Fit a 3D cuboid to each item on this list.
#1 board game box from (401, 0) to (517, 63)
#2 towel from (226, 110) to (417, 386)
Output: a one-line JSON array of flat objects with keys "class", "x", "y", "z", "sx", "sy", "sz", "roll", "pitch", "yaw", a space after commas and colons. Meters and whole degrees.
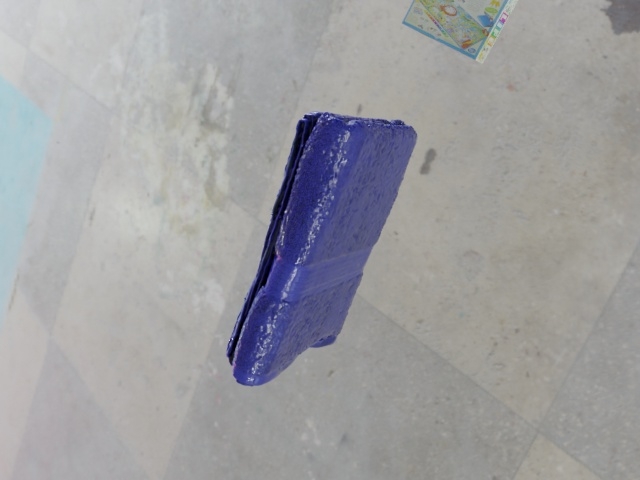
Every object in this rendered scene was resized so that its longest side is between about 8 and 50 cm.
[{"class": "board game box", "x": 0.209, "y": -0.349, "z": 0.991, "sx": 0.154, "sy": 0.026, "sz": 0.104, "roll": 40, "pitch": 112, "yaw": 33}, {"class": "towel", "x": 0.000, "y": 0.000, "z": 0.749, "sx": 0.076, "sy": 0.227, "sz": 0.308, "roll": 28, "pitch": 108, "yaw": 20}]
